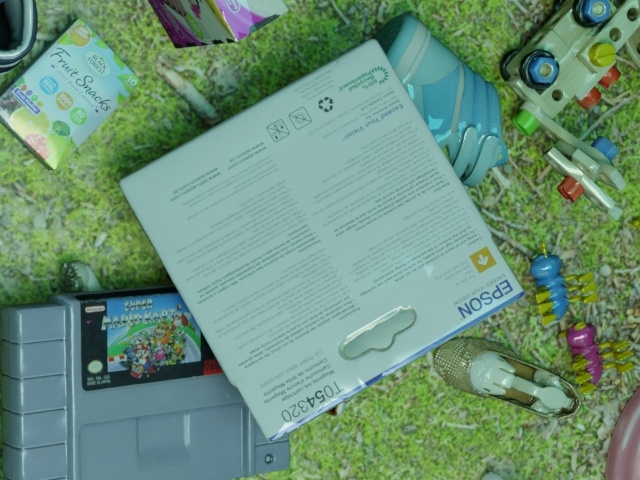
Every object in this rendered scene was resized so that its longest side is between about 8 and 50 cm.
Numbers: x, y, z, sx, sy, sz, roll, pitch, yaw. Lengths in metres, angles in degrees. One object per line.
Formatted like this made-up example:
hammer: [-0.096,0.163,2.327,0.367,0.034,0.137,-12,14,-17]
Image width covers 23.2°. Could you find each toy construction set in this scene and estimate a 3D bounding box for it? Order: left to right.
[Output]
toy construction set: [0.352,-0.196,1.915,0.215,0.151,0.327,44,68,-19]

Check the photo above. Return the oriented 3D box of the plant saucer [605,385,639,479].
plant saucer: [0.537,0.307,2.055,0.332,0.084,0.332,-2,95,-22]

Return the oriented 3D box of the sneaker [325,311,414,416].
sneaker: [0.030,0.130,1.822,0.290,0.106,0.123,-20,111,-34]

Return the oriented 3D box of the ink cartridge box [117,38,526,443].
ink cartridge box: [0.000,0.000,1.691,0.324,0.071,0.330,-29,84,-5]

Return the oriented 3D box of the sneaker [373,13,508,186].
sneaker: [0.105,-0.083,1.833,0.208,0.127,0.319,30,85,-19]

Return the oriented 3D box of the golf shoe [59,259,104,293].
golf shoe: [-0.234,0.093,1.757,0.086,0.069,0.176,-29,112,-29]

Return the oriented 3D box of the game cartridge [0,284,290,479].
game cartridge: [-0.183,0.165,1.726,0.355,0.068,0.230,-4,101,-38]

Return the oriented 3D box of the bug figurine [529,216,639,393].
bug figurine: [0.377,0.072,1.979,0.279,0.072,0.216,-19,107,-23]

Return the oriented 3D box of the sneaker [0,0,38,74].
sneaker: [-0.391,-0.293,1.606,0.099,0.153,0.282,-40,107,-14]

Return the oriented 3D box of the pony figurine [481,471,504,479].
pony figurine: [0.231,0.491,1.847,0.303,0.351,0.363,-44,127,-9]

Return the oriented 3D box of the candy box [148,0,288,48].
candy box: [-0.136,-0.290,1.662,0.071,0.233,0.159,-34,105,-16]

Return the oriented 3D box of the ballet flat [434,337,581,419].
ballet flat: [0.240,0.172,1.936,0.206,0.067,0.073,18,89,-21]

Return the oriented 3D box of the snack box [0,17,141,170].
snack box: [-0.283,-0.161,1.722,0.141,0.037,0.100,-47,110,-12]
